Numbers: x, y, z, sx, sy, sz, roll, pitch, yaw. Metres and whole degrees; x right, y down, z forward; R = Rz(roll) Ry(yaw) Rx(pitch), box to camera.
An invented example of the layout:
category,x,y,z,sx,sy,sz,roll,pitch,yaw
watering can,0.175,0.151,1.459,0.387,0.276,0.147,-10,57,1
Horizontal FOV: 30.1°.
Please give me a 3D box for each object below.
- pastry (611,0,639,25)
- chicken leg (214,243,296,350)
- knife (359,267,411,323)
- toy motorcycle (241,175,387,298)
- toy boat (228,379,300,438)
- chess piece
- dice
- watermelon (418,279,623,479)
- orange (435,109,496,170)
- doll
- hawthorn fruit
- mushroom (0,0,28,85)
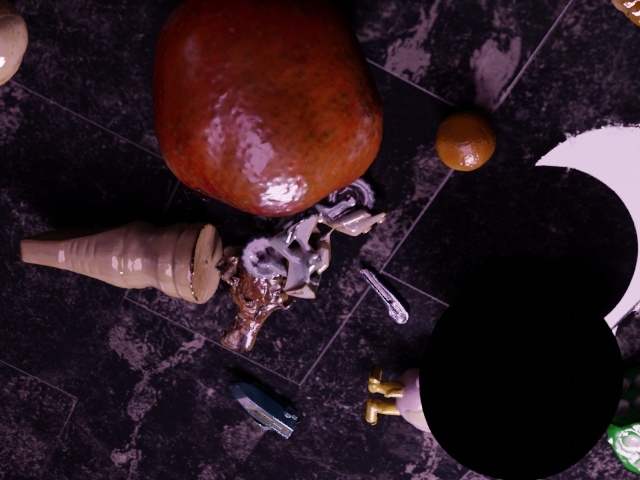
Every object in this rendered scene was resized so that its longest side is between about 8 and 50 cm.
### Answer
category,x,y,z,sx,sy,sz,roll,pitch,yaw
pastry,0.404,-0.306,1.303,0.192,0.093,0.182,35,136,-13
chicken leg,-0.100,0.087,1.849,0.125,0.080,0.196,2,129,3
knife,0.099,0.083,1.827,0.031,0.018,0.121,-25,117,34
toy motorcycle,0.000,0.000,1.728,0.229,0.094,0.130,-35,102,18
toy boat,-0.102,0.284,2.059,0.141,0.055,0.060,38,126,-16
chess piece,-0.310,0.019,1.842,0.301,0.137,0.137,7,133,14
dice,0.499,0.262,1.762,0.128,0.131,0.120,-18,122,35
watermelon,0.277,0.195,1.682,0.285,0.285,0.285,11,134,11
orange,0.188,-0.130,1.557,0.085,0.085,0.085,11,134,11
doll,0.255,0.270,1.888,0.365,0.094,0.160,13,137,9
hawthorn fruit,-0.066,-0.216,1.462,0.285,0.285,0.369,4,109,17
mushroom,-0.474,-0.278,1.643,0.148,0.112,0.148,9,132,10
